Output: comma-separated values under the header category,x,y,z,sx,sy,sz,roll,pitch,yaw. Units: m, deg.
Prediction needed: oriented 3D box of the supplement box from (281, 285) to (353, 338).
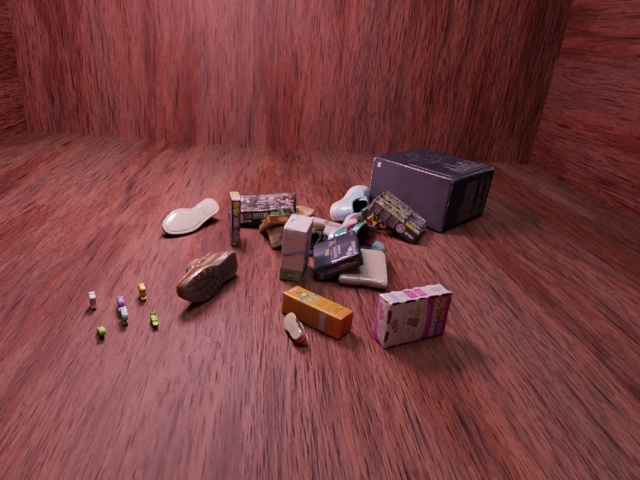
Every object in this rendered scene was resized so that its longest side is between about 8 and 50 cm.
category,x,y,z,sx,sy,sz,roll,pitch,yaw
supplement box,-0.014,0.226,1.497,0.234,0.080,0.078,18,24,31

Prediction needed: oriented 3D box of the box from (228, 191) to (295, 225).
category,x,y,z,sx,sy,sz,roll,pitch,yaw
box,-0.274,-0.155,2.255,0.308,0.076,0.242,-4,23,0

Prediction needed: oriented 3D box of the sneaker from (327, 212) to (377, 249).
category,x,y,z,sx,sy,sz,roll,pitch,yaw
sneaker,0.174,-0.044,2.065,0.179,0.123,0.295,3,27,31

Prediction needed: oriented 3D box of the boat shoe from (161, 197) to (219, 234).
category,x,y,z,sx,sy,sz,roll,pitch,yaw
boat shoe,-0.594,-0.093,2.113,0.099,0.116,0.319,-31,5,40

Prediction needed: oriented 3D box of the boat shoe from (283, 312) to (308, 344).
category,x,y,z,sx,sy,sz,roll,pitch,yaw
boat shoe,-0.075,0.269,1.429,0.043,0.049,0.137,42,2,-30

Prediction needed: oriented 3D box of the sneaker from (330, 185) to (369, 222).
category,x,y,z,sx,sy,sz,roll,pitch,yaw
sneaker,0.196,-0.185,2.391,0.150,0.135,0.366,0,28,33

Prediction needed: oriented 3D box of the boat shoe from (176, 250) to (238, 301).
category,x,y,z,sx,sy,sz,roll,pitch,yaw
boat shoe,-0.405,0.121,1.617,0.117,0.123,0.324,6,16,17

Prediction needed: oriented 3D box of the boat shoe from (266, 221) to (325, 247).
category,x,y,z,sx,sy,sz,roll,pitch,yaw
boat shoe,-0.101,-0.025,2.058,0.286,0.089,0.105,-9,-6,-31

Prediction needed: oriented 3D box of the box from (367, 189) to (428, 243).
category,x,y,z,sx,sy,sz,roll,pitch,yaw
box,0.377,-0.120,2.261,0.270,0.060,0.216,39,31,6

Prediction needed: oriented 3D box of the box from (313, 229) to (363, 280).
category,x,y,z,sx,sy,sz,roll,pitch,yaw
box,0.066,0.054,1.836,0.184,0.059,0.232,-22,22,9

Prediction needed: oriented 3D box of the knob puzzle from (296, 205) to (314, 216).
category,x,y,z,sx,sy,sz,roll,pitch,yaw
knob puzzle,-0.124,-0.136,2.352,0.213,0.029,0.213,2,21,-1

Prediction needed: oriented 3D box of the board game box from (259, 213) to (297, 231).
category,x,y,z,sx,sy,sz,roll,pitch,yaw
board game box,-0.185,-0.077,2.036,0.124,0.039,0.259,-6,-9,-17

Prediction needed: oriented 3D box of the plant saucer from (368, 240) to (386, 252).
category,x,y,z,sx,sy,sz,roll,pitch,yaw
plant saucer,0.236,0.025,2.085,0.120,0.021,0.119,5,24,-2

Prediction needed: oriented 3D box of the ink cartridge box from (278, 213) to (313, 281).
category,x,y,z,sx,sy,sz,roll,pitch,yaw
ink cartridge box,-0.091,0.026,1.767,0.093,0.212,0.154,8,23,5

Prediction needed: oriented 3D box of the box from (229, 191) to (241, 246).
category,x,y,z,sx,sy,sz,roll,pitch,yaw
box,-0.363,-0.090,1.979,0.036,0.206,0.114,-1,25,-16

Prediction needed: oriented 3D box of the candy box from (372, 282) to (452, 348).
category,x,y,z,sx,sy,sz,roll,pitch,yaw
candy box,0.285,0.231,1.453,0.234,0.159,0.071,-6,25,-27

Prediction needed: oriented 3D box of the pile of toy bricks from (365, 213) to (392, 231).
category,x,y,z,sx,sy,sz,roll,pitch,yaw
pile of toy bricks,0.273,-0.109,2.295,0.213,0.105,0.118,-4,25,-20

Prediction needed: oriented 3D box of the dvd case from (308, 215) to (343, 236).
category,x,y,z,sx,sy,sz,roll,pitch,yaw
dvd case,0.015,-0.060,2.228,0.253,0.022,0.180,15,25,22

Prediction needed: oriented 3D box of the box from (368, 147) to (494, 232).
category,x,y,z,sx,sy,sz,roll,pitch,yaw
box,0.601,-0.296,2.562,0.480,0.297,0.472,26,29,37

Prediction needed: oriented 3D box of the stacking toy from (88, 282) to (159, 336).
category,x,y,z,sx,sy,sz,roll,pitch,yaw
stacking toy,-0.605,0.209,1.433,0.167,0.052,0.221,-9,28,-30

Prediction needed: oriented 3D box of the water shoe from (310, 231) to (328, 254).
category,x,y,z,sx,sy,sz,roll,pitch,yaw
water shoe,0.000,0.000,2.013,0.073,0.080,0.203,19,27,27

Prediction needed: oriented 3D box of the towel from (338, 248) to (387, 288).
category,x,y,z,sx,sy,sz,roll,pitch,yaw
towel,0.166,0.106,1.854,0.187,0.049,0.282,6,24,4
